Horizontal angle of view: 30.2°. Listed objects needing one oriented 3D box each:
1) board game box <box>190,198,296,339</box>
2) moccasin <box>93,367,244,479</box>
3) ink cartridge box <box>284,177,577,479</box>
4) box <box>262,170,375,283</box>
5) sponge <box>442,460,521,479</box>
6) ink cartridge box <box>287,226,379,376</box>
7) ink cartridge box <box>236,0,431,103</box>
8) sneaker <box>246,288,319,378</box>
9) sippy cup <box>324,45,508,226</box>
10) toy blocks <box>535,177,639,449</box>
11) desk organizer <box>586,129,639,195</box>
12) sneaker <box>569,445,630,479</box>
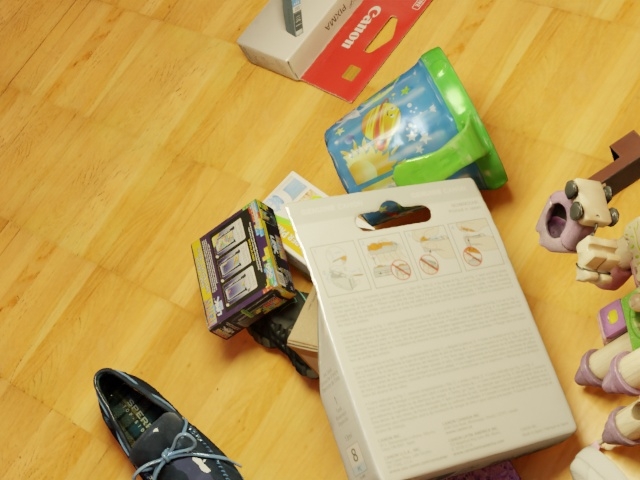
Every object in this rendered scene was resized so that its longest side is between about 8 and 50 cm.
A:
[{"bbox_3d":[-0.120,0.044,1.802,0.141,0.048,0.170,-34,50,24],"label":"board game box"},{"bbox_3d":[-0.242,0.313,1.755,0.342,0.117,0.137,33,76,36],"label":"moccasin"},{"bbox_3d":[0.130,0.118,1.557,0.308,0.091,0.385,-9,68,-28],"label":"ink cartridge box"},{"bbox_3d":[0.000,0.000,1.858,0.114,0.103,0.203,-47,52,-10],"label":"box"},{"bbox_3d":[0.180,0.373,1.579,0.210,0.031,0.117,-30,52,4],"label":"sponge"},{"bbox_3d":[0.069,0.120,1.664,0.088,0.234,0.193,10,64,31],"label":"ink cartridge box"},{"bbox_3d":[0.035,-0.412,2.136,0.261,0.066,0.296,27,73,36],"label":"ink cartridge box"},{"bbox_3d":[-0.037,0.124,1.819,0.106,0.101,0.267,-22,38,-28],"label":"sneaker"},{"bbox_3d":[0.134,-0.141,1.802,0.224,0.305,0.240,-28,71,6],"label":"sippy cup"},{"bbox_3d":[0.391,0.115,1.519,0.260,0.309,0.288,-45,45,50],"label":"toy blocks"},{"bbox_3d":[0.432,-0.103,1.766,0.130,0.047,0.050,-34,49,1],"label":"desk organizer"},{"bbox_3d":[0.349,0.400,1.437,0.169,0.108,0.292,-32,53,-1],"label":"sneaker"}]
